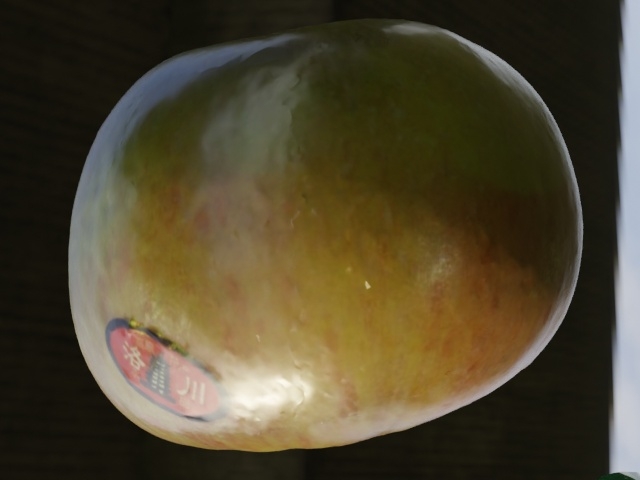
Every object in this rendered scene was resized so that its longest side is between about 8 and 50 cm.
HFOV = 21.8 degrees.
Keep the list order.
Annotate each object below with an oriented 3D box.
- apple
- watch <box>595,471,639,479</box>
[{"bbox_3d":[0.000,0.000,0.801,0.261,0.261,0.194,-2,-95,-62],"label":"apple"},{"bbox_3d":[0.072,0.103,0.391,0.165,0.152,0.131,18,-94,-22],"label":"watch"}]
